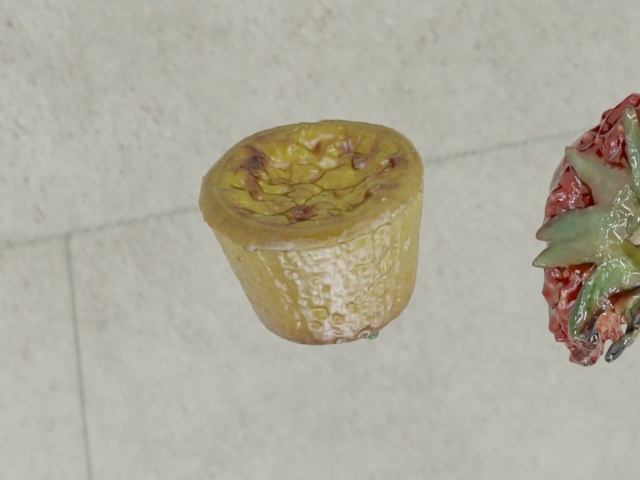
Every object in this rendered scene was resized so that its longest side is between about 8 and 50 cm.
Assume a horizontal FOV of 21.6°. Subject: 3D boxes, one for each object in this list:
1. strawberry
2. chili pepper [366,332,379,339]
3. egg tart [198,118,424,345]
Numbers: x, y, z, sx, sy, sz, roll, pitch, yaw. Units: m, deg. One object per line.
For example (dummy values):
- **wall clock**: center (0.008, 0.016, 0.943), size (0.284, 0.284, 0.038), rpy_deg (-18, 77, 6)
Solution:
- **strawberry**: center (0.172, -0.014, 0.903), size (0.167, 0.087, 0.208), rpy_deg (-61, 161, 6)
- **chili pepper**: center (0.053, 0.069, 2.110), size (0.055, 0.035, 0.118), rpy_deg (-60, 135, -41)
- **egg tart**: center (0.000, 0.000, 1.480), size (0.202, 0.202, 0.147), rpy_deg (-19, 124, -14)
